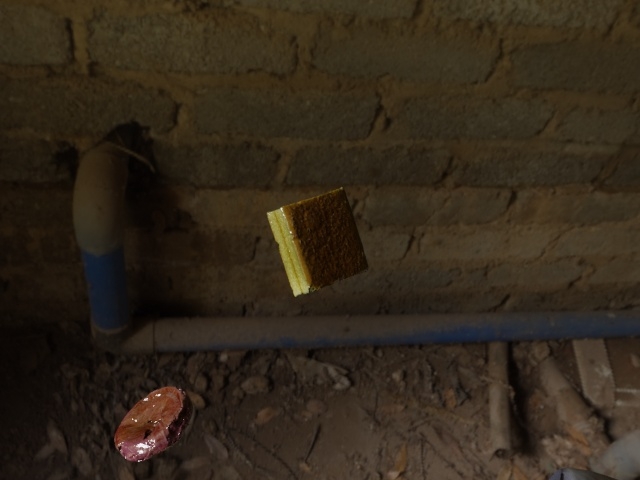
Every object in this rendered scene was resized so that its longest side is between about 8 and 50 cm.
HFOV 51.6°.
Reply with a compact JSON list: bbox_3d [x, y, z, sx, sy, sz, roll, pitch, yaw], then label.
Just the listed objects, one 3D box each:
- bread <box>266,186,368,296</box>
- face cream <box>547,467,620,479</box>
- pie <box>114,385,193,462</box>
[{"bbox_3d":[0.000,0.000,0.691,0.090,0.035,0.095,-18,90,-37],"label":"bread"},{"bbox_3d":[0.341,0.317,0.541,0.420,0.137,0.235,16,33,23],"label":"face cream"},{"bbox_3d":[-0.348,0.385,1.389,0.182,0.050,0.182,-22,29,13],"label":"pie"}]
